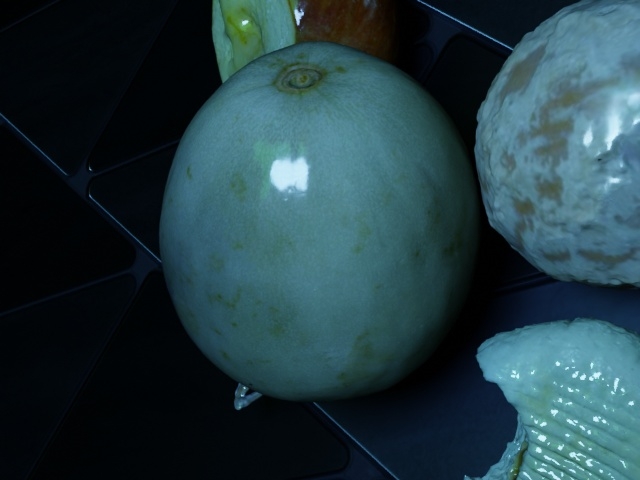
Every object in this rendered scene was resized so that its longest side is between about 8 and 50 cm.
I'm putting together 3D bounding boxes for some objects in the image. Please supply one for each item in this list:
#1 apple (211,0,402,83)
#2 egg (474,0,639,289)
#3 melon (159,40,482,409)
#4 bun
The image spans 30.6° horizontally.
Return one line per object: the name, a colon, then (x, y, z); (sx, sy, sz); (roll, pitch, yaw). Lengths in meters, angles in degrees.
apple: (-0.008, -0.180, 1.035); (0.195, 0.160, 0.173); (107, 157, -46)
egg: (0.213, -0.070, 0.801); (0.245, 0.203, 0.203); (138, 131, -57)
melon: (0.000, -0.008, 0.902); (0.271, 0.308, 0.272); (0, 76, 1)
bun: (0.179, 0.151, 0.814); (0.204, 0.126, 0.212); (49, 115, 10)
